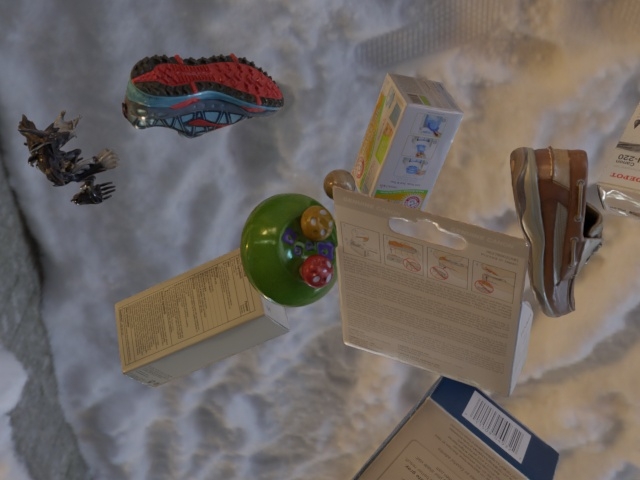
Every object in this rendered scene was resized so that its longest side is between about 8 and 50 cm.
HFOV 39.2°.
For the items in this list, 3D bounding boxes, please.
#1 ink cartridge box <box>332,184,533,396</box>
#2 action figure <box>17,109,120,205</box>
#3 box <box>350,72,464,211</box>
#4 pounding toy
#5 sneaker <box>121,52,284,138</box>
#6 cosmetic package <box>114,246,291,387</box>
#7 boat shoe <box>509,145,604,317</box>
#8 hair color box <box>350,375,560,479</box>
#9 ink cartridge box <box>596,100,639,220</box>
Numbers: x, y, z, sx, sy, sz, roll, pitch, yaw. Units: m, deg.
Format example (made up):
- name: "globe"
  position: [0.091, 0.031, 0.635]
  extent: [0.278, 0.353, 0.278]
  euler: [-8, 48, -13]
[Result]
- name: "ink cartridge box"
  position: [0.105, 0.039, 0.834]
  extent: [0.181, 0.056, 0.224]
  euler: [17, 138, 20]
- name: "action figure"
  position: [-0.469, -0.163, 1.686]
  extent: [0.164, 0.141, 0.275]
  euler: [51, 171, 12]
- name: "box"
  position: [0.138, -0.155, 1.480]
  extent: [0.103, 0.114, 0.203]
  euler: [6, 124, -20]
- name: "pounding toy"
  position: [0.000, 0.000, 1.401]
  extent: [0.110, 0.237, 0.182]
  euler: [-7, 111, 58]
- name: "sneaker"
  position: [-0.184, -0.218, 1.392]
  extent: [0.262, 0.104, 0.125]
  euler: [0, 147, -32]
- name: "cosmetic package"
  position: [-0.228, 0.146, 1.707]
  extent: [0.310, 0.160, 0.113]
  euler: [-22, 149, 15]
- name: "boat shoe"
  position: [0.350, -0.004, 1.290]
  extent: [0.117, 0.123, 0.324]
  euler: [-9, 138, 14]
- name: "hair color box"
  position: [0.114, 0.340, 1.109]
  extent: [0.174, 0.105, 0.347]
  euler: [40, 115, 9]
- name: "ink cartridge box"
  position: [0.613, -0.142, 1.606]
  extent: [0.159, 0.217, 0.092]
  euler: [17, 158, 37]
